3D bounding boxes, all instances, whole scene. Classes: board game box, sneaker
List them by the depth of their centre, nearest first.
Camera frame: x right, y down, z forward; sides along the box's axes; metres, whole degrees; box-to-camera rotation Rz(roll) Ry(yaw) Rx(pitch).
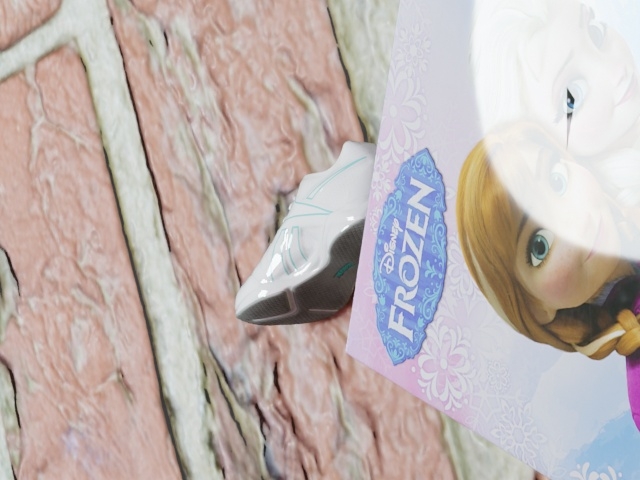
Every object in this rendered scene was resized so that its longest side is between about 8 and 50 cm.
[{"bbox_3d":[0.152,-0.036,0.894,0.318,0.066,0.319,28,117,46],"label":"board game box"},{"bbox_3d":[0.000,0.000,1.112,0.152,0.053,0.061,-42,49,43],"label":"sneaker"}]
